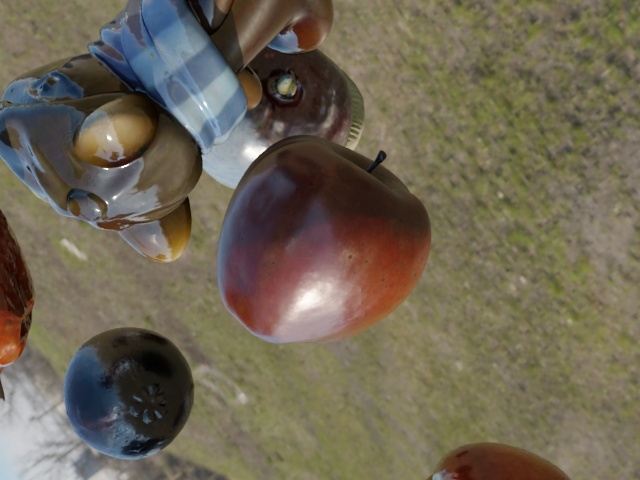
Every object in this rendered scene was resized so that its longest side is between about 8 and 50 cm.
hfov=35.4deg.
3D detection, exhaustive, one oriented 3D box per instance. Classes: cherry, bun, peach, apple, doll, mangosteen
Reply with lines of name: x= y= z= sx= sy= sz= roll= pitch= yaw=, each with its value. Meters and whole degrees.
cherry: x=-0.086 y=-0.182 z=1.403 sx=0.255 sy=0.218 sz=0.296 roll=21 pitch=154 yaw=-19
bun: x=-0.019 y=-0.240 z=1.882 sx=0.128 sy=0.193 sz=0.178 roll=-11 pitch=76 yaw=55
peach: x=0.243 y=0.391 z=1.268 sx=0.281 sy=0.281 sz=0.238 roll=50 pitch=129 yaw=18
apple: x=0.002 y=0.000 z=1.054 sx=0.234 sy=0.234 sz=0.234 roll=50 pitch=166 yaw=17
doll: x=-0.139 y=-0.167 z=0.857 sx=0.209 sy=0.339 sz=0.318 roll=27 pitch=166 yaw=13
mangosteen: x=-0.220 y=0.171 z=1.136 sx=0.152 sy=0.152 sz=0.152 roll=50 pitch=166 yaw=17

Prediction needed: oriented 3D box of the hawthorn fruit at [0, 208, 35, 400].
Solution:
hawthorn fruit: x=-0.315 y=0.034 z=0.789 sx=0.179 sy=0.173 sz=0.173 roll=54 pitch=169 yaw=-32
